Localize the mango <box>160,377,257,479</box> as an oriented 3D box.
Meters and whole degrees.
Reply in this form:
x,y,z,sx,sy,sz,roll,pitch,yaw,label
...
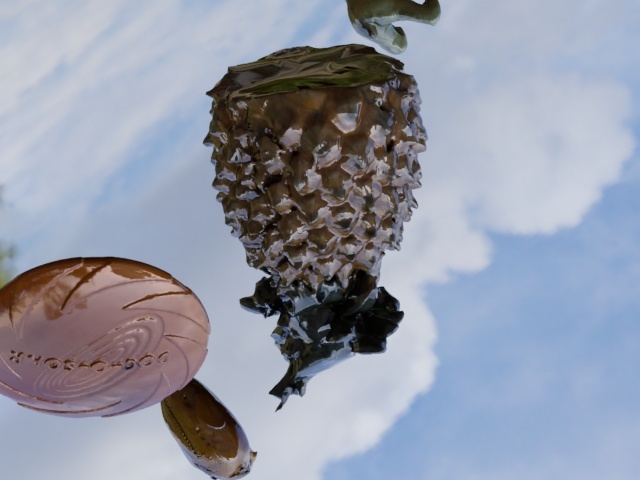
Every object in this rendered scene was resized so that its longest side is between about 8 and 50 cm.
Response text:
x,y,z,sx,sy,sz,roll,pitch,yaw,label
-0.115,0.185,1.549,0.063,0.127,0.077,-38,-176,-5,mango

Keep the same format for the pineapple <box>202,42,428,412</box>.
x,y,z,sx,sy,sz,roll,pitch,yaw,label
0.002,0.000,1.539,0.223,0.357,0.223,-2,-160,1,pineapple

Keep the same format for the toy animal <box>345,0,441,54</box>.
x,y,z,sx,sy,sz,roll,pitch,yaw,label
0.050,-0.309,1.886,0.103,0.101,0.218,-61,-140,41,toy animal

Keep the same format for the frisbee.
x,y,z,sx,sy,sz,roll,pitch,yaw,label
-0.183,0.088,1.262,0.192,0.192,0.035,-28,-137,18,frisbee
